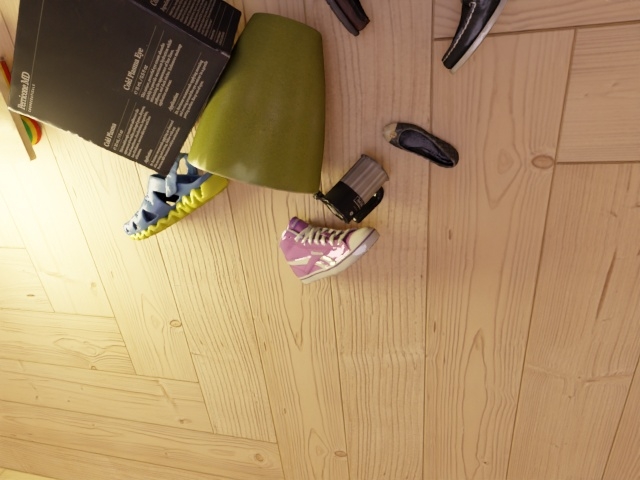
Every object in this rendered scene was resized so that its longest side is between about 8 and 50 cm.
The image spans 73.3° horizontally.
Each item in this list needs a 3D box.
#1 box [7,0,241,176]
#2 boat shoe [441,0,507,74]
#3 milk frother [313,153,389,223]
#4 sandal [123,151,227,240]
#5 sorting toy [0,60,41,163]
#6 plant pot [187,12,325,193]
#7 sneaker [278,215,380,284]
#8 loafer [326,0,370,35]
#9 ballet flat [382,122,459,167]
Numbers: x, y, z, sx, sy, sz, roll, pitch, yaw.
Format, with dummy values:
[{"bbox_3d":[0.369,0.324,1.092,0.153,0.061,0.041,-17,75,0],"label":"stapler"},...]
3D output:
[{"bbox_3d":[-0.371,-0.346,0.822,0.312,0.179,0.343,23,136,-26],"label":"box"},{"bbox_3d":[0.287,-0.438,0.729,0.091,0.114,0.303,31,109,-3],"label":"boat shoe"},{"bbox_3d":[0.060,-0.122,0.967,0.135,0.129,0.143,-47,66,-4],"label":"milk frother"},{"bbox_3d":[-0.384,-0.112,1.084,0.317,0.126,0.138,-31,102,18],"label":"sandal"},{"bbox_3d":[-0.866,-0.333,1.112,0.256,0.089,0.256,0,117,15],"label":"sorting toy"},{"bbox_3d":[-0.100,-0.273,0.855,0.274,0.275,0.294,16,104,7],"label":"plant pot"},{"bbox_3d":[-0.001,0.001,1.014,0.282,0.102,0.161,-28,101,42],"label":"sneaker"},{"bbox_3d":[0.010,-0.521,0.763,0.095,0.109,0.303,-30,103,23],"label":"loafer"},{"bbox_3d":[0.211,-0.203,0.903,0.173,0.049,0.058,23,120,3],"label":"ballet flat"}]
